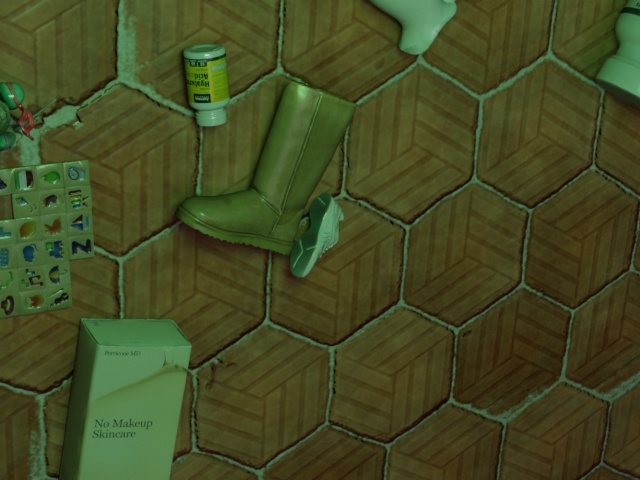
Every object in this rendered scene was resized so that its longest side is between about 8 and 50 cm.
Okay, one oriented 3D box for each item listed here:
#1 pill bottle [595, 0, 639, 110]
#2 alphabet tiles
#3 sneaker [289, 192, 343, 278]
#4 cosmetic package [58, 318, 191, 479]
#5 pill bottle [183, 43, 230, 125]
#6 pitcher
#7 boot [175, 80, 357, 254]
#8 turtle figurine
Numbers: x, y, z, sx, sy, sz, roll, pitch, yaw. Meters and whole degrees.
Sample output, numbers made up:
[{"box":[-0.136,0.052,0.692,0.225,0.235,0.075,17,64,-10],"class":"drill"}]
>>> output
[{"box":[0.639,-0.394,2.054,0.210,0.210,0.363,26,97,-31],"class":"pill bottle"},{"box":[-0.442,0.001,1.808,0.198,0.009,0.237,-9,113,-23],"class":"alphabet tiles"},{"box":[0.000,0.000,1.971,0.061,0.054,0.152,42,64,-40],"class":"sneaker"},{"box":[-0.317,0.287,1.918,0.160,0.113,0.309,2,109,-26],"class":"cosmetic package"},{"box":[-0.171,-0.235,1.813,0.065,0.065,0.116,-14,115,-20],"class":"pill bottle"},{"box":[0.148,-0.421,1.864,0.178,0.125,0.207,-45,131,-6],"class":"pitcher"},{"box":[-0.087,-0.127,1.887,0.236,0.089,0.269,13,104,-42],"class":"boot"},{"box":[-0.493,-0.175,1.659,0.234,0.118,0.175,-30,119,-6],"class":"turtle figurine"}]
